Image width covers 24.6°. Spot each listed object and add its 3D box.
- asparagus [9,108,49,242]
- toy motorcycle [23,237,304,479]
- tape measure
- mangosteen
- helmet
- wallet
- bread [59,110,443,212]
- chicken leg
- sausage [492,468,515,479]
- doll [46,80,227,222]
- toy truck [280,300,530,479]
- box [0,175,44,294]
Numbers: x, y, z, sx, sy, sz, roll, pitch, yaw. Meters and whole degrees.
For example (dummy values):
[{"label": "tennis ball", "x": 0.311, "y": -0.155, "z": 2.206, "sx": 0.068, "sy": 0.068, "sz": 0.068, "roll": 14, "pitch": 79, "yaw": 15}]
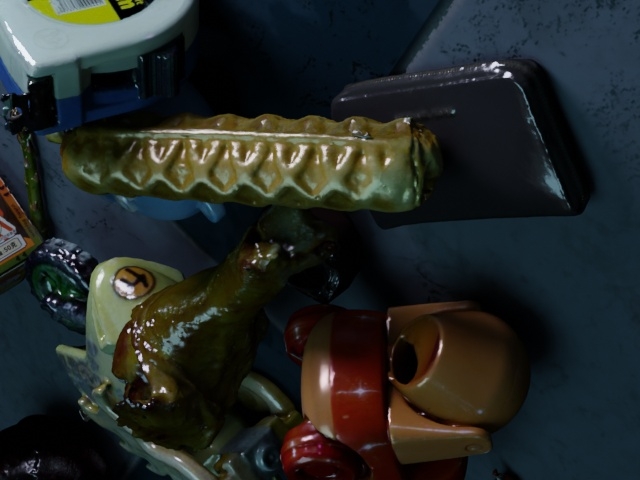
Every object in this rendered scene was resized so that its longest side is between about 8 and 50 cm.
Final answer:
[{"label": "asparagus", "x": -0.352, "y": -0.067, "z": 1.793, "sx": 0.248, "sy": 0.025, "sz": 0.024, "roll": 91, "pitch": 169, "yaw": -45}, {"label": "toy motorcycle", "x": -0.180, "y": 0.159, "z": 1.713, "sx": 0.410, "sy": 0.169, "sz": 0.237, "roll": 53, "pitch": 151, "yaw": -17}, {"label": "tape measure", "x": -0.252, "y": -0.244, "z": 1.395, "sx": 0.351, "sy": 0.215, "sz": 0.098, "roll": 56, "pitch": 153, "yaw": 36}, {"label": "mangosteen", "x": -0.410, "y": 0.349, "z": 2.122, "sx": 0.211, "sy": 0.211, "sz": 0.250, "roll": 63, "pitch": 172, "yaw": -21}, {"label": "helmet", "x": 0.000, "y": 0.000, "z": 1.443, "sx": 0.098, "sy": 0.070, "sz": 0.123, "roll": 24, "pitch": 136, "yaw": 43}, {"label": "wallet", "x": 0.110, "y": -0.080, "z": 1.277, "sx": 0.250, "sy": 0.044, "sz": 0.149, "roll": -1, "pitch": 119, "yaw": 47}, {"label": "bread", "x": -0.069, "y": -0.072, "z": 1.295, "sx": 0.368, "sy": 0.084, "sz": 0.077, "roll": 4, "pitch": 172, "yaw": 22}, {"label": "chicken leg", "x": -0.119, "y": 0.092, "z": 1.426, "sx": 0.140, "sy": 0.211, "sz": 0.361, "roll": 34, "pitch": 151, "yaw": 2}, {"label": "sausage", "x": 0.229, "y": 0.343, "z": 1.565, "sx": 0.034, "sy": 0.034, "sz": 0.253, "roll": 3, "pitch": 126, "yaw": 45}, {"label": "doll", "x": -0.205, "y": -0.126, "z": 1.481, "sx": 0.314, "sy": 0.141, "sz": 0.177, "roll": 42, "pitch": 160, "yaw": 18}, {"label": "toy truck", "x": 0.091, "y": 0.166, "z": 1.418, "sx": 0.239, "sy": 0.189, "sz": 0.265, "roll": -7, "pitch": 145, "yaw": 12}, {"label": "box", "x": -0.480, "y": 0.006, "z": 1.825, "sx": 0.177, "sy": 0.195, "sz": 0.148, "roll": 54, "pitch": 149, "yaw": 3}]
